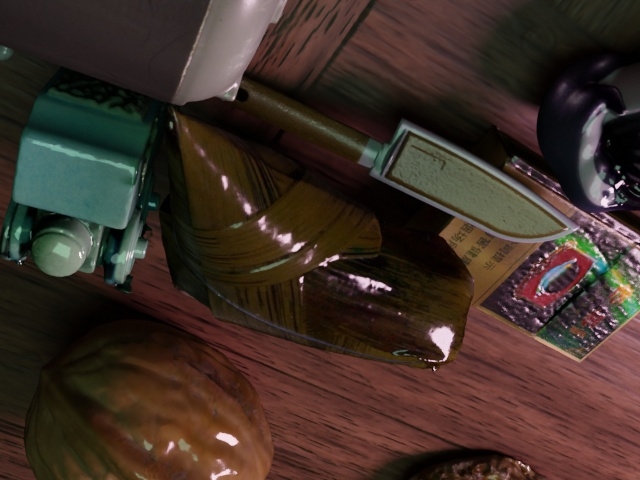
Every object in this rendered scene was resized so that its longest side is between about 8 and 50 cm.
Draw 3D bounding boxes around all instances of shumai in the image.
[{"bbox_3d":[0.204,0.368,1.133,0.209,0.153,0.161,16,132,-19],"label":"shumai"}]

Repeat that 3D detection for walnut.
[{"bbox_3d":[-0.176,0.200,0.939,0.261,0.225,0.225,36,118,-21],"label":"walnut"}]

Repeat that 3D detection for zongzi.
[{"bbox_3d":[0.000,0.000,0.736,0.286,0.138,0.300,18,159,4],"label":"zongzi"}]

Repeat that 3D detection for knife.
[{"bbox_3d":[0.069,-0.075,0.802,0.343,0.027,0.061,26,116,-3],"label":"knife"}]

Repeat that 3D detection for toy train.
[{"bbox_3d":[-0.183,-0.063,0.742,0.112,0.203,0.163,13,117,-10],"label":"toy train"}]

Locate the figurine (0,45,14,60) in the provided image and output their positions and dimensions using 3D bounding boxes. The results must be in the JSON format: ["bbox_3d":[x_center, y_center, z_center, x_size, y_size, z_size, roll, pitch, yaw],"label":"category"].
[{"bbox_3d":[-0.272,-0.191,0.709,0.086,0.094,0.082,35,81,6],"label":"figurine"}]

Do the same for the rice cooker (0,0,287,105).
[{"bbox_3d":[-0.144,-0.242,0.562,0.277,0.288,0.288,17,125,-13],"label":"rice cooker"}]

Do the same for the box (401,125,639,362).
[{"bbox_3d":[0.219,0.010,0.901,0.240,0.071,0.159,27,119,-21],"label":"box"}]

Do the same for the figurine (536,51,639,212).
[{"bbox_3d":[0.300,-0.109,0.786,0.222,0.145,0.145,-21,127,1],"label":"figurine"}]
